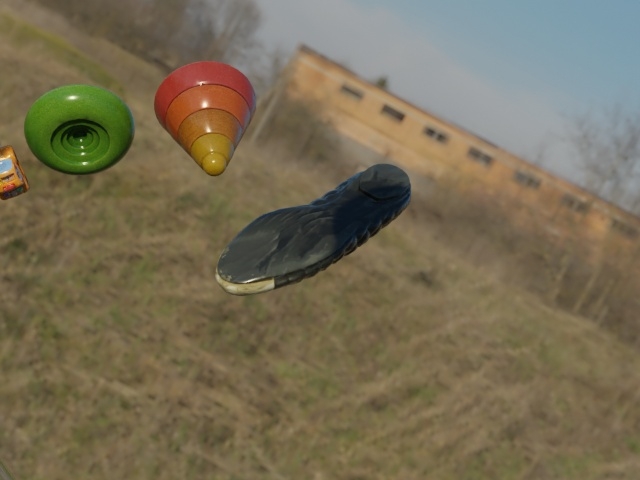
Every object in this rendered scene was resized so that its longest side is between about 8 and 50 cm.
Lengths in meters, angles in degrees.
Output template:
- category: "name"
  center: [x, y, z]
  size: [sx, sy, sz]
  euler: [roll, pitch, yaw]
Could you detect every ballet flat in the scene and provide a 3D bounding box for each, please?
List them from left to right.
- category: "ballet flat"
  center: [0.000, 0.000, 0.888]
  size: [0.057, 0.049, 0.173]
  euler: [39, 46, 26]

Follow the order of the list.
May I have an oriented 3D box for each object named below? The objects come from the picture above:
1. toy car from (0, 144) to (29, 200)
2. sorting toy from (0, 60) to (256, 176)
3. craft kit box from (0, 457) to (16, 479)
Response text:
- category: "toy car"
  center: [-0.355, -0.059, 1.368]
  size: [0.122, 0.060, 0.040]
  euler: [-7, 30, -16]
- category: "sorting toy"
  center: [-0.246, -0.096, 1.532]
  size: [0.126, 0.366, 0.127]
  euler: [-103, -177, -45]
- category: "craft kit box"
  center: [-0.203, 0.212, 0.896]
  size: [0.250, 0.061, 0.246]
  euler: [56, -10, -3]
